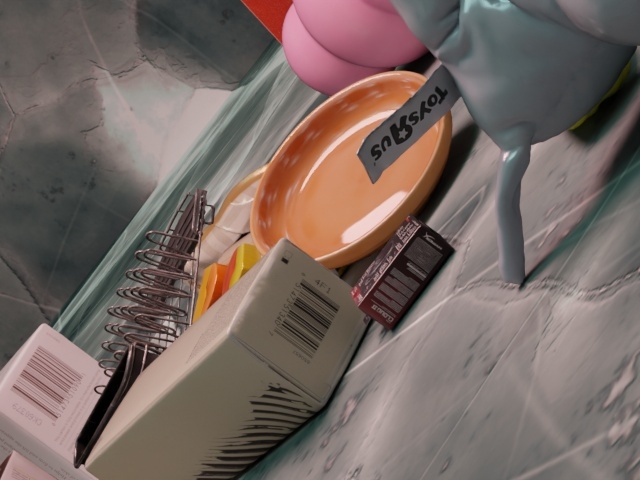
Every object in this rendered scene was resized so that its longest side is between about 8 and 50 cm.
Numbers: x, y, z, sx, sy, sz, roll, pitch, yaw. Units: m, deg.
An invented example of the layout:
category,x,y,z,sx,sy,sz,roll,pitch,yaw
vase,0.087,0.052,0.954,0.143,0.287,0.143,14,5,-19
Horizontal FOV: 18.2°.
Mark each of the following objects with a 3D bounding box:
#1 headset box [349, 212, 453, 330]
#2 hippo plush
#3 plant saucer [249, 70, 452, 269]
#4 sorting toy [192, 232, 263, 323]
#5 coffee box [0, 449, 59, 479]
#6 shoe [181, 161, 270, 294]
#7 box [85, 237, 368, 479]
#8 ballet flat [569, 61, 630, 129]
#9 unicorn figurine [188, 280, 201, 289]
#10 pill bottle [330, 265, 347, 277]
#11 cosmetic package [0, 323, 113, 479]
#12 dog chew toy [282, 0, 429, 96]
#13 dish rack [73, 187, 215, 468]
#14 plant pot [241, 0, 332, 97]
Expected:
category,x,y,z,sx,sy,sz,roll,pitch,yaw
headset box,0.055,0.025,1.433,0.083,0.032,0.062,-54,8,3
hippo plush,0.137,-0.178,1.130,0.294,0.234,0.236,-56,9,-22
plant saucer,0.030,-0.051,1.639,0.200,0.037,0.200,-29,36,24
sorting toy,-0.086,0.077,1.802,0.193,0.038,0.208,148,140,-68
coffee box,-0.302,0.336,1.809,0.168,0.119,0.297,-52,9,14
shoe,-0.091,-0.016,2.310,0.219,0.058,0.076,-44,-18,30
box,-0.076,0.117,1.560,0.275,0.094,0.113,-43,13,51
ballet flat,0.159,-0.120,1.368,0.077,0.077,0.231,-32,12,-2
unicorn figurine,-0.077,0.051,1.976,0.162,0.060,0.111,-32,10,29
pill bottle,0.000,0.000,1.711,0.116,0.065,0.065,-56,9,-13
cosmetic package,-0.320,0.226,2.222,0.184,0.151,0.151,-46,11,39
dog chew toy,0.063,-0.273,2.048,0.332,0.206,0.207,-56,4,44
dish rack,-0.174,0.082,2.008,0.208,0.074,0.272,125,156,-51
plant pot,0.050,-0.374,2.337,0.235,0.267,0.267,-34,19,33
